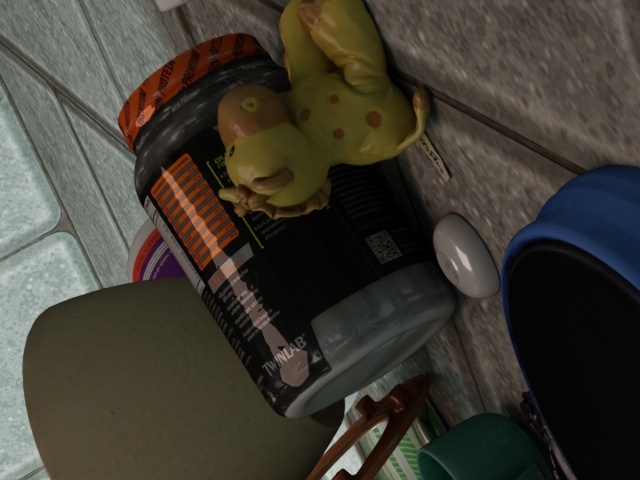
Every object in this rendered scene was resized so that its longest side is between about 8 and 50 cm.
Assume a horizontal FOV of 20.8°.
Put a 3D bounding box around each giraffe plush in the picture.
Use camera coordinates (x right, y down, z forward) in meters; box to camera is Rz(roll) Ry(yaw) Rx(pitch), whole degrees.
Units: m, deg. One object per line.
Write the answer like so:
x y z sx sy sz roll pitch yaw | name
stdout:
-0.015 -0.096 1.505 0.210 0.170 0.181 54 164 22 | giraffe plush

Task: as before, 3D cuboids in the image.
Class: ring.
-0.005 0.266 1.862 0.032 0.336 0.336 42 166 -2 | ring

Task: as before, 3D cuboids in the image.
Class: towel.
0.141 0.307 2.042 0.248 0.038 0.325 58 167 8 | towel

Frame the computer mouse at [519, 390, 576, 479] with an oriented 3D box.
0.246 0.234 1.474 0.184 0.060 0.262 70 177 -78 | computer mouse

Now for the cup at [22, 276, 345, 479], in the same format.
-0.115 0.169 1.829 0.331 0.237 0.331 51 -157 -32 | cup

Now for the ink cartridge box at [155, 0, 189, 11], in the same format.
-0.176 -0.355 1.782 0.232 0.066 0.189 58 166 -10 | ink cartridge box

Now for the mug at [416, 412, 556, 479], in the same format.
0.173 0.236 1.662 0.158 0.097 0.129 39 155 52 | mug

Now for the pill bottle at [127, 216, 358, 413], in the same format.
-0.089 0.092 2.101 0.323 0.181 0.181 49 162 39 | pill bottle

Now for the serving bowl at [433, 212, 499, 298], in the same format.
0.124 0.018 1.545 0.083 0.027 0.083 53 164 22 | serving bowl

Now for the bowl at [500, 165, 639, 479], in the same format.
0.260 0.135 1.218 0.391 0.077 0.391 54 165 22 | bowl

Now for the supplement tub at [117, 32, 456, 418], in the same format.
-0.040 -0.018 1.668 0.338 0.207 0.207 57 165 13 | supplement tub
